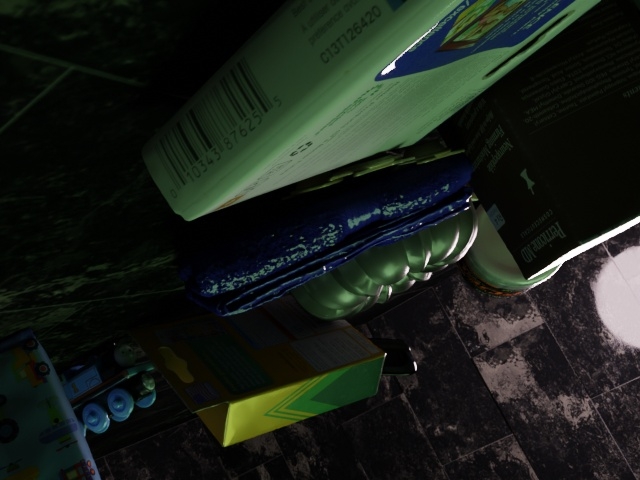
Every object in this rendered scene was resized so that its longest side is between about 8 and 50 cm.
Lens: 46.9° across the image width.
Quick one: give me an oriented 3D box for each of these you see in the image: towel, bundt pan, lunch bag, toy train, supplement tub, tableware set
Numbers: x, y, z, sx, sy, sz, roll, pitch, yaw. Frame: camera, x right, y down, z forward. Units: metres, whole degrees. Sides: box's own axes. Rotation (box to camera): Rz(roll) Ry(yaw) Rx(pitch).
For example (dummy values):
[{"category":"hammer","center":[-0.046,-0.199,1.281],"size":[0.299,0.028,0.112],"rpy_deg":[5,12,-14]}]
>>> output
[{"category":"towel","center":[0.000,0.000,0.810],"size":[0.308,0.076,0.228],"rpy_deg":[-22,179,-13]},{"category":"bundt pan","center":[0.092,0.018,1.098],"size":[0.331,0.124,0.331],"rpy_deg":[-26,169,-6]},{"category":"lunch bag","center":[-0.346,0.257,0.884],"size":[0.138,0.220,0.293],"rpy_deg":[-24,168,-18]},{"category":"toy train","center":[-0.323,0.220,1.072],"size":[0.184,0.105,0.080],"rpy_deg":[-32,172,21]},{"category":"supplement tub","center":[0.403,0.016,1.602],"size":[0.207,0.207,0.338],"rpy_deg":[-28,168,1]},{"category":"tableware set","center":[0.046,-0.070,0.721],"size":[0.141,0.020,0.169],"rpy_deg":[-21,-172,-35]}]

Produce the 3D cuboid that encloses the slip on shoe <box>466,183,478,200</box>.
[{"category":"slip on shoe","center":[0.279,-0.109,1.145],"size":[0.135,0.051,0.041],"rpy_deg":[-29,174,-9]}]

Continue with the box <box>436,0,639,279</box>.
[{"category":"box","center":[0.242,-0.098,0.721],"size":[0.167,0.203,0.168],"rpy_deg":[-26,168,-7]}]

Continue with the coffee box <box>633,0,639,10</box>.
[{"category":"coffee box","center":[0.415,-0.243,0.569],"size":[0.297,0.168,0.119],"rpy_deg":[-30,169,12]}]

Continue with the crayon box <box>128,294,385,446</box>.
[{"category":"crayon box","center":[-0.094,0.182,1.086],"size":[0.323,0.203,0.083],"rpy_deg":[-9,121,-36]}]

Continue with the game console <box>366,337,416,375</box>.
[{"category":"game console","center":[-0.017,0.199,1.224],"size":[0.362,0.213,0.043],"rpy_deg":[3,117,-9]}]

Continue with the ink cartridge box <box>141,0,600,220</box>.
[{"category":"ink cartridge box","center":[0.083,-0.142,0.480],"size":[0.304,0.072,0.307],"rpy_deg":[-36,176,36]}]
